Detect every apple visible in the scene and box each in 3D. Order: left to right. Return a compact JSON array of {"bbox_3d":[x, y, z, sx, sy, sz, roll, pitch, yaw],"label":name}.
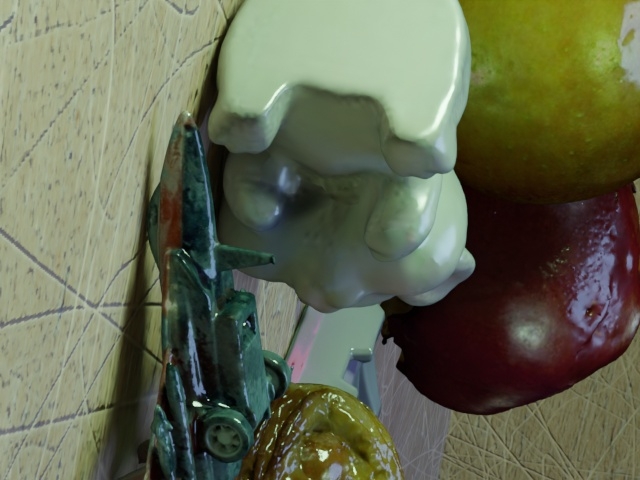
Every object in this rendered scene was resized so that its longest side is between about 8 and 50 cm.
[{"bbox_3d":[0.229,-0.235,1.899,0.384,0.374,0.374,-49,153,-43],"label":"apple"}]

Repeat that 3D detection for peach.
[{"bbox_3d":[0.206,-0.017,2.243,0.416,0.353,0.339,64,-7,6],"label":"peach"}]

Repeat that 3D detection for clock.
[{"bbox_3d":[0.006,0.174,1.951,0.186,0.083,0.253,91,16,-50],"label":"clock"}]

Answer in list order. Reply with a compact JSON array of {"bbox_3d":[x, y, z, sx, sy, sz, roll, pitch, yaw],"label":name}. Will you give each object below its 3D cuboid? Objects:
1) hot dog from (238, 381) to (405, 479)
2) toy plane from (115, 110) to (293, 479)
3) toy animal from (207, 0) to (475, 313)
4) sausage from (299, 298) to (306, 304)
[{"bbox_3d":[-0.017,0.263,1.768,0.122,0.196,0.272,45,-49,48],"label":"hot dog"},{"bbox_3d":[-0.078,0.065,1.319,0.223,0.104,0.326,-56,157,-60],"label":"toy plane"},{"bbox_3d":[0.030,-0.063,1.499,0.367,0.196,0.241,88,17,-49],"label":"toy animal"},{"bbox_3d":[0.000,0.000,1.867,0.024,0.024,0.132,-49,151,-69],"label":"sausage"}]
